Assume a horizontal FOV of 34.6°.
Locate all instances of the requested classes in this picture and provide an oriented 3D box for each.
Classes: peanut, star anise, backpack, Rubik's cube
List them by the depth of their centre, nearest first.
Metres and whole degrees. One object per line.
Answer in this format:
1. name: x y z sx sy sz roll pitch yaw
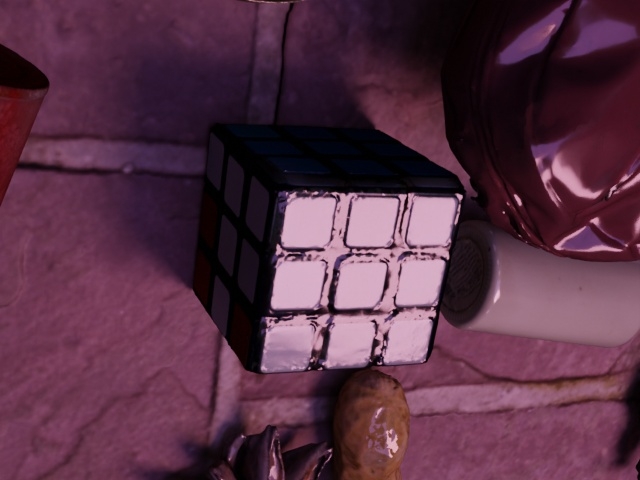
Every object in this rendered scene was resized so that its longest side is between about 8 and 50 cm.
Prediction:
1. backpack: 0.216 -0.140 0.820 0.283 0.197 0.317 36 71 -34
2. Rubik's cube: 0.000 0.000 0.828 0.160 0.162 0.163 0 113 -24
3. star anise: -0.067 0.261 0.974 0.195 0.065 0.182 -32 126 -13
4. peanut: 0.050 0.206 0.990 0.080 0.080 0.175 -10 115 -20

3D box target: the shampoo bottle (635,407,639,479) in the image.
1. shampoo bottle: 0.419 0.162 1.126 0.101 0.101 0.284 17 105 -29

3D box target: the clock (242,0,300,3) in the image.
1. clock: -0.034 -0.289 0.741 0.234 0.029 0.235 -8 108 -27

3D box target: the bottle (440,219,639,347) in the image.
1. bottle: 0.235 0.047 0.991 0.245 0.104 0.104 8 108 -27

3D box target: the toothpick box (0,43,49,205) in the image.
1. toothpick box: -0.330 0.011 0.660 0.204 0.204 0.333 19 102 -30
